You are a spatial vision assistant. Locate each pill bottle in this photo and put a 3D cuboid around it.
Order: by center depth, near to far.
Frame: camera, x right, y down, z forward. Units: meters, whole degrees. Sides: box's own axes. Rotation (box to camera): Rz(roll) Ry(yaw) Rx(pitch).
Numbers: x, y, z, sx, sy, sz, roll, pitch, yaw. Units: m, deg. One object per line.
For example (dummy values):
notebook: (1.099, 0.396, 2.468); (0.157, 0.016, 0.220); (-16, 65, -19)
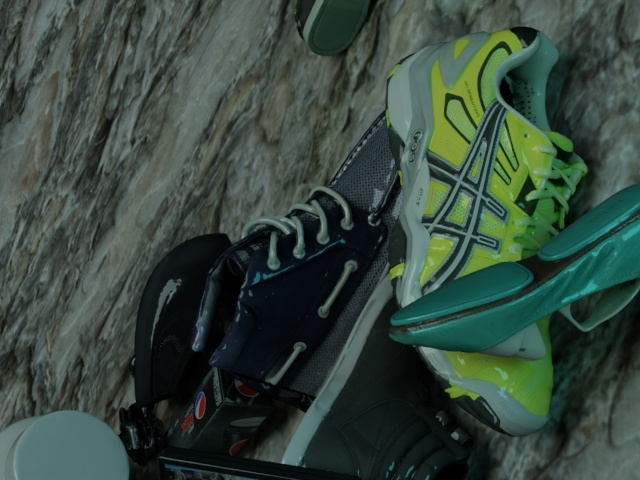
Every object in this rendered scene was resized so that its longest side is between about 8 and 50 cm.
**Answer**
pill bottle: (-0.315, 0.291, 1.794); (0.301, 0.169, 0.169); (135, 141, -56)

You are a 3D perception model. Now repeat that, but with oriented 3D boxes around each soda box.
soda box: (-0.109, 0.190, 1.685); (0.169, 0.060, 0.053); (127, 145, -46)

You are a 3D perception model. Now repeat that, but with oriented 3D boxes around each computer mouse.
computer mouse: (-0.180, 0.109, 1.801); (0.188, 0.072, 0.272); (-177, 109, -80)

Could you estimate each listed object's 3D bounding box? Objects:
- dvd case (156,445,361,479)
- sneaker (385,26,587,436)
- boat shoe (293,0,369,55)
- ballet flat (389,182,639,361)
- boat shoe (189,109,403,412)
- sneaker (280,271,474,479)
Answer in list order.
dvd case: (-0.046, 0.299, 1.400); (0.180, 0.022, 0.253); (7, 119, 19)
sneaker: (0.150, -0.023, 1.386); (0.147, 0.145, 0.384); (-26, 59, 33)
boat shoe: (0.039, -0.310, 1.735); (0.227, 0.081, 0.068); (-57, 40, 23)
ballet flat: (0.178, 0.046, 1.276); (0.247, 0.087, 0.083); (-27, 15, -5)
boat shoe: (0.000, 0.000, 1.565); (0.127, 0.158, 0.340); (29, 98, 56)
sneaker: (0.082, 0.143, 1.449); (0.104, 0.147, 0.295); (97, -161, -52)
